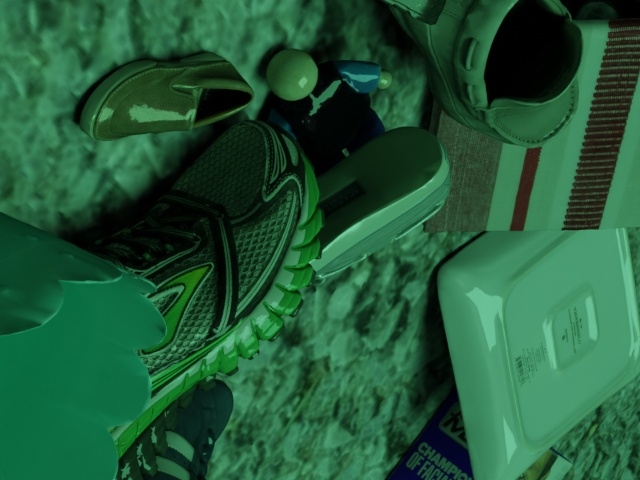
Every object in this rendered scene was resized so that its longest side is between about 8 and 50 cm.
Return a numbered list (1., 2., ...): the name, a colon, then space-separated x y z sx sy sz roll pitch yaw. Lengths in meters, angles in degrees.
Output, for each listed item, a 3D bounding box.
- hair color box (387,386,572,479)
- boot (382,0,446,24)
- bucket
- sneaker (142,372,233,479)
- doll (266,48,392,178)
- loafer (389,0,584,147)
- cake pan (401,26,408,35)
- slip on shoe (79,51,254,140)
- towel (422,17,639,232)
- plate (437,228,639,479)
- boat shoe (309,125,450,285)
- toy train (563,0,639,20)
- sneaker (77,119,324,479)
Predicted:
1. hair color box: 0.114 0.332 2.053 0.339 0.110 0.185 -55 153 -1
2. boot: 0.019 -0.247 1.165 0.246 0.083 0.161 20 102 -39
3. bucket: -0.234 0.093 1.054 0.281 0.183 0.281 -53 164 -23
4. sneaker: -0.120 0.217 1.414 0.350 0.148 0.131 -46 156 -56
5. doll: 0.001 -0.084 1.423 0.129 0.046 0.189 -37 152 -2
6. loafer: 0.138 -0.132 1.390 0.112 0.111 0.319 -52 154 2
7. cake pan: 0.133 -0.280 1.394 0.293 0.054 0.293 -39 150 -27
8. slip on shoe: -0.099 -0.090 1.258 0.135 0.041 0.051 -18 137 -50
9. towel: 0.255 -0.099 1.610 0.329 0.037 0.237 -1 138 -6
10. plate: 0.238 0.086 1.909 0.278 0.045 0.277 -34 125 -34
11. boat shoe: 0.000 -0.001 1.429 0.227 0.079 0.081 -29 149 0
12. toy train: 0.330 -0.231 1.704 0.334 0.142 0.190 -7 117 -53
13. sneaker: -0.122 0.041 1.282 0.343 0.134 0.146 -53 129 -26
